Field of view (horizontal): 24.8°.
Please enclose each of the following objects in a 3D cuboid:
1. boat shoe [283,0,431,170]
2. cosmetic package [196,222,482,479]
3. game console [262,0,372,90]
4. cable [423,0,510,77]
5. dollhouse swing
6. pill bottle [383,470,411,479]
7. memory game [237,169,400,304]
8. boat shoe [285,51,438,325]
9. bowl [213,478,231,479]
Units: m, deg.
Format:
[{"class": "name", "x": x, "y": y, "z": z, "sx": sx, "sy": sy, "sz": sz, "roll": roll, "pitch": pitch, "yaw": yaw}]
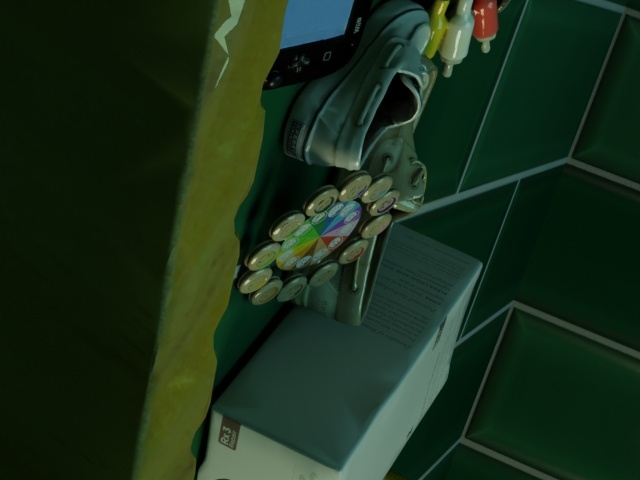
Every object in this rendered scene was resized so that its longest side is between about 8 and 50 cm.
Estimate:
[{"class": "boat shoe", "x": 0.060, "y": -0.149, "z": 1.406, "sx": 0.267, "sy": 0.088, "sz": 0.096, "roll": -47, "pitch": 155, "yaw": -51}, {"class": "cosmetic package", "x": 0.021, "y": 0.169, "z": 1.597, "sx": 0.385, "sy": 0.156, "sz": 0.217, "roll": -53, "pitch": 161, "yaw": -45}, {"class": "game console", "x": 0.029, "y": -0.249, "z": 1.043, "sx": 0.213, "sy": 0.044, "sz": 0.361, "roll": -9, "pitch": 143, "yaw": -22}, {"class": "cable", "x": 0.159, "y": -0.287, "z": 1.521, "sx": 0.139, "sy": 0.072, "sz": 0.287, "roll": -21, "pitch": 152, "yaw": -16}, {"class": "dollhouse swing", "x": -0.107, "y": -0.082, "z": 0.540, "sx": 0.315, "sy": 0.305, "sz": 0.347, "roll": -43, "pitch": 150, "yaw": -56}, {"class": "pill bottle", "x": 0.071, "y": 0.359, "z": 1.929, "sx": 0.117, "sy": 0.208, "sz": 0.117, "roll": -58, "pitch": 162, "yaw": -32}, {"class": "memory game", "x": 0.000, "y": 0.000, "z": 1.395, "sx": 0.186, "sy": 0.012, "sz": 0.186, "roll": -31, "pitch": 156, "yaw": -15}, {"class": "boat shoe", "x": 0.065, "y": -0.057, "z": 1.534, "sx": 0.302, "sy": 0.098, "sz": 0.109, "roll": -65, "pitch": 164, "yaw": -9}, {"class": "bowl", "x": -0.153, "y": 0.340, "z": 1.140, "sx": 0.311, "sy": 0.163, "sz": 0.312, "roll": 0, "pitch": 90, "yaw": -79}]
